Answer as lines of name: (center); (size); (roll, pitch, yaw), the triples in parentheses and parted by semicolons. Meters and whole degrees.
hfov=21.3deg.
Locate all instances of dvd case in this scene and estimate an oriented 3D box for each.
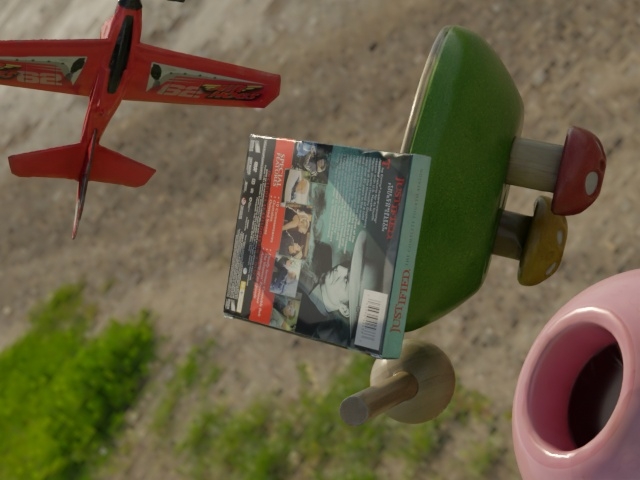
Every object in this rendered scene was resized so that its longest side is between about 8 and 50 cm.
dvd case: (0.000, 0.000, 0.746); (0.119, 0.013, 0.087); (10, 92, 54)

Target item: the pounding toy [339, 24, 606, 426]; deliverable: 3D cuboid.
pounding toy: (0.098, 0.001, 0.987); (0.183, 0.110, 0.236); (18, -94, -82)

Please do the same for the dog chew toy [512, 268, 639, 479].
dog chew toy: (0.292, 0.145, 1.161); (0.207, 0.332, 0.206); (-36, 43, 42)

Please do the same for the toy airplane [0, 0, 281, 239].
toy airplane: (-0.095, -0.061, 0.761); (0.151, 0.151, 0.028); (-41, 41, 29)
